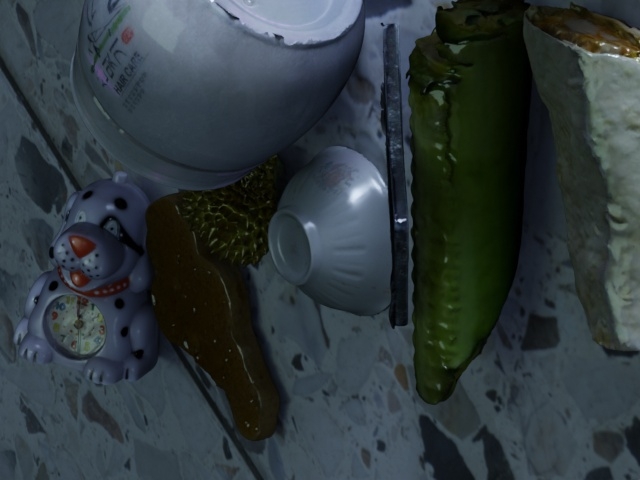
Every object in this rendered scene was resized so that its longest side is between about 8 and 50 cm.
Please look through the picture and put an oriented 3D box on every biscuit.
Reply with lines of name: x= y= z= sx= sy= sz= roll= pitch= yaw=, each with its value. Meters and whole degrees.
biscuit: x=-0.132 y=0.094 z=2.122 sx=0.320 sy=0.047 sz=0.183 roll=58 pitch=145 yaw=23

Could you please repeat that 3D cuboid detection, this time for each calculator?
calculator: x=0.070 y=-0.063 z=1.642 sx=0.161 sy=0.021 sz=0.262 roll=87 pitch=-179 yaw=-53

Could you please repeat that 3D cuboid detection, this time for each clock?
clock: x=-0.277 y=0.036 z=2.221 sx=0.189 sy=0.188 sz=0.254 roll=38 pitch=124 yaw=42

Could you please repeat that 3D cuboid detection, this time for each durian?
durian: x=-0.093 y=-0.049 z=1.954 sx=0.208 sy=0.102 sz=0.146 roll=-48 pitch=51 yaw=53

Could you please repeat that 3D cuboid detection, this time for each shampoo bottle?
shampoo bottle: x=-0.107 y=-0.207 z=1.765 sx=0.266 sy=0.273 sz=0.273 roll=-48 pitch=63 yaw=45

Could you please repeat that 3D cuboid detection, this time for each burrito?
burrito: x=0.251 y=-0.058 z=1.466 sx=0.143 sy=0.105 sz=0.299 roll=0 pitch=104 yaw=59

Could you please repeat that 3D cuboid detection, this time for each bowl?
bowl: x=0.000 y=0.000 z=1.863 sx=0.189 sy=0.086 sz=0.189 roll=27 pitch=124 yaw=49

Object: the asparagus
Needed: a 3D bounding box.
asparagus: x=0.137 y=-0.035 z=1.622 sx=0.108 sy=0.128 sz=0.382 roll=12 pitch=116 yaw=26
